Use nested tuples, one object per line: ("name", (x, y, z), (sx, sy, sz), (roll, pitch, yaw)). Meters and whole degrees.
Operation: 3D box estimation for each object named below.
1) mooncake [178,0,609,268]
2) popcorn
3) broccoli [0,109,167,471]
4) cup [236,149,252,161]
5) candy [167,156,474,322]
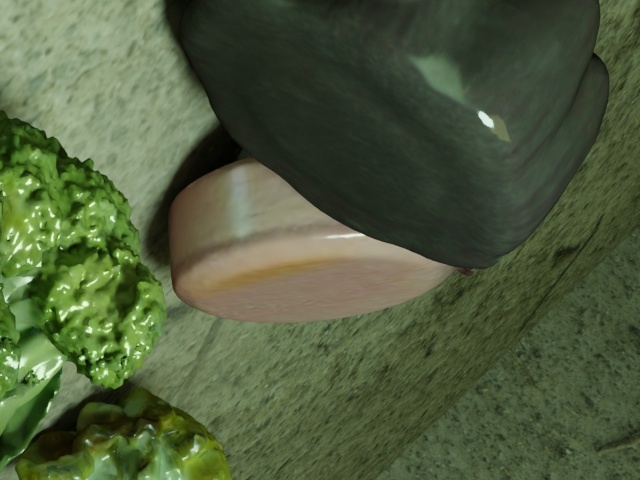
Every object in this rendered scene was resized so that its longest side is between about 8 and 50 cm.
("mooncake", (0.054, -0.118, 0.937), (0.154, 0.306, 0.306), (-54, 165, -15))
("popcorn", (-0.189, 0.232, 1.332), (0.198, 0.198, 0.212), (-47, 130, -3))
("broccoli", (-0.176, 0.062, 0.762), (0.186, 0.302, 0.254), (-1, 144, -7))
("cup", (-0.002, -0.099, 1.205), (0.133, 0.136, 0.099), (67, 24, -72))
("candy", (0.000, 0.000, 1.184), (0.255, 0.094, 0.255), (-6, 162, -2))
